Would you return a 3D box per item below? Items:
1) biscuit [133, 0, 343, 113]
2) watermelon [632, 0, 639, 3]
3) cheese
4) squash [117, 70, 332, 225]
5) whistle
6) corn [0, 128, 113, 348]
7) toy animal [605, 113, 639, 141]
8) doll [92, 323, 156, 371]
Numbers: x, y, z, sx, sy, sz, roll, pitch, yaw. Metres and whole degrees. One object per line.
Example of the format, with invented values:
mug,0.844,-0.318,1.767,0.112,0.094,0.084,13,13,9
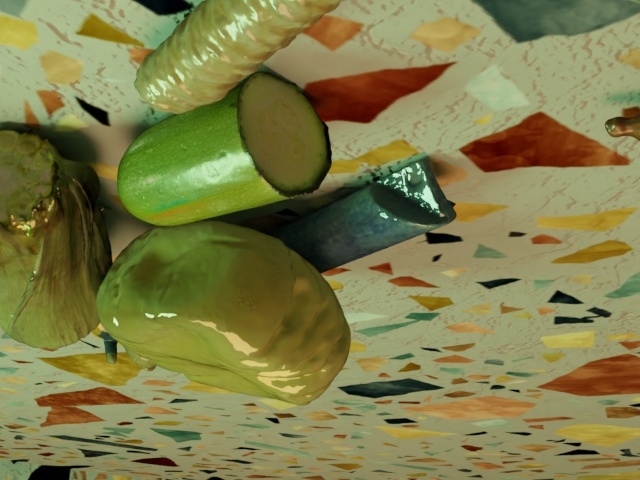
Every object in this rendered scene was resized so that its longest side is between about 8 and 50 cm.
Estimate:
biscuit,-0.042,-0.132,0.566,0.061,0.055,0.219,7,160,-37
watermelon,0.157,-0.142,0.249,0.228,0.258,0.387,3,162,6
cheese,-0.089,0.075,0.887,0.225,0.117,0.214,-4,145,39
squash,-0.093,-0.056,0.715,0.188,0.095,0.095,-15,152,39
whistle,0.000,0.000,0.881,0.062,0.062,0.304,19,153,-35
corn,-0.256,0.011,0.853,0.123,0.122,0.305,4,156,-5
toy animal,0.246,-0.120,0.552,0.224,0.066,0.229,-14,158,35
doll,-0.229,0.109,1.156,0.179,0.102,0.089,18,-163,-41
